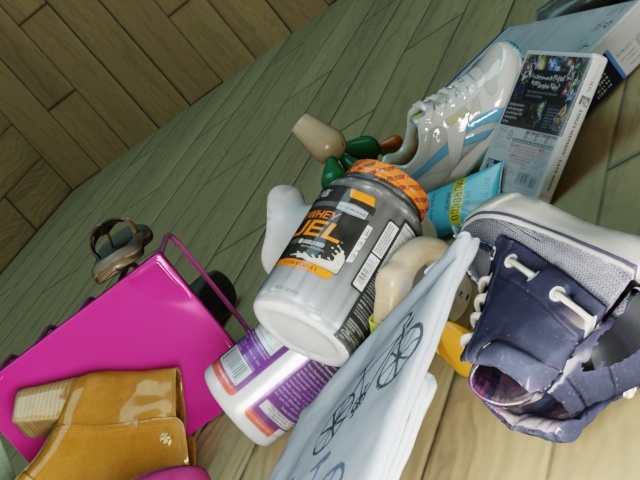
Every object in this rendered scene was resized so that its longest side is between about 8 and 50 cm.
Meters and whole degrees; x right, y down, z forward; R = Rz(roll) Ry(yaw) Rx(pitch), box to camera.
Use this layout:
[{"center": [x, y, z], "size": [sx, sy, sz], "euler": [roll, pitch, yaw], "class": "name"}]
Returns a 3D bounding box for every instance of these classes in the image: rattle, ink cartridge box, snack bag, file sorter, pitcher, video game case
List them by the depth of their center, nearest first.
[{"center": [0.011, 0.187, 1.062], "size": [0.323, 0.037, 0.342], "euler": [-52, 7, 41], "class": "snack bag"}, {"center": [0.148, 0.052, 1.243], "size": [0.142, 0.130, 0.199], "euler": [-6, 6, 40], "class": "rattle"}, {"center": [0.246, -0.131, 1.447], "size": [0.190, 0.022, 0.173], "euler": [-143, 73, -74], "class": "video game case"}, {"center": [0.021, 0.027, 1.467], "size": [0.207, 0.125, 0.178], "euler": [7, 80, 39], "class": "pitcher"}, {"center": [-0.247, 0.156, 1.616], "size": [0.290, 0.202, 0.182], "euler": [-36, 12, 7], "class": "file sorter"}, {"center": [0.287, -0.221, 1.654], "size": [0.165, 0.065, 0.332], "euler": [-45, 18, -12], "class": "ink cartridge box"}]

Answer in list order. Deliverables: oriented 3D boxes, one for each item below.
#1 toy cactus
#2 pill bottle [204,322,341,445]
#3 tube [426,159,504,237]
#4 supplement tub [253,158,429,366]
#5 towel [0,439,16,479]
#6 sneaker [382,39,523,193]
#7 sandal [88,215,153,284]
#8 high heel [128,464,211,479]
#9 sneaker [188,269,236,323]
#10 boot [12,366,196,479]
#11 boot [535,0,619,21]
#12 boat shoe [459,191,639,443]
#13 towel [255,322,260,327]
[{"center": [0.039, -0.098, 1.717], "size": [0.219, 0.180, 0.112], "euler": [-47, -4, -39], "class": "toy cactus"}, {"center": [-0.019, 0.120, 1.360], "size": [0.193, 0.108, 0.108], "euler": [-39, 16, 3], "class": "pill bottle"}, {"center": [0.139, -0.031, 1.517], "size": [0.207, 0.052, 0.080], "euler": [-21, 56, 46], "class": "tube"}, {"center": [0.026, 0.019, 1.269], "size": [0.117, 0.117, 0.190], "euler": [-14, 40, 58], "class": "supplement tub"}, {"center": [-0.476, 0.389, 1.535], "size": [0.038, 0.248, 0.325], "euler": [18, 50, 25], "class": "towel"}, {"center": [0.167, -0.152, 1.580], "size": [0.229, 0.092, 0.087], "euler": [-57, 24, 14], "class": "sneaker"}, {"center": [-0.266, 0.005, 1.625], "size": [0.090, 0.060, 0.219], "euler": [-36, 9, 4], "class": "sandal"}, {"center": [-0.180, 0.360, 1.174], "size": [0.181, 0.127, 0.377], "euler": [13, 45, 35], "class": "high heel"}, {"center": [-0.219, 0.138, 1.828], "size": [0.130, 0.087, 0.227], "euler": [-30, 15, 38], "class": "sneaker"}, {"center": [-0.246, 0.284, 1.439], "size": [0.211, 0.104, 0.295], "euler": [-5, 65, 8], "class": "boot"}, {"center": [0.384, -0.339, 1.729], "size": [0.208, 0.076, 0.189], "euler": [-25, 7, 25], "class": "boot"}, {"center": [0.162, 0.058, 1.060], "size": [0.158, 0.127, 0.340], "euler": [-36, 15, -11], "class": "boat shoe"}, {"center": [0.002, 0.078, 1.593], "size": [0.237, 0.021, 0.102], "euler": [-13, 37, 57], "class": "towel"}]
